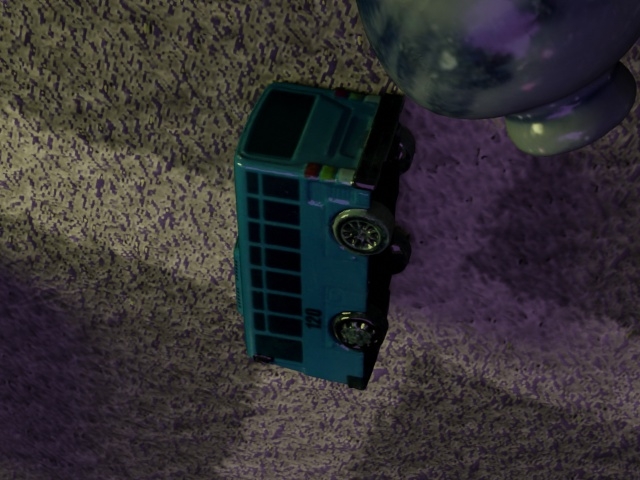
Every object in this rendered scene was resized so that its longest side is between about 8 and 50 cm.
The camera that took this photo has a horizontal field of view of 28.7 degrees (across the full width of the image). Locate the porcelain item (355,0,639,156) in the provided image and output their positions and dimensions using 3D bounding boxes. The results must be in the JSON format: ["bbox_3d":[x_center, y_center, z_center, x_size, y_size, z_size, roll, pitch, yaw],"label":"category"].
[{"bbox_3d":[0.065,-0.158,0.574,0.141,0.141,0.259,-17,118,30],"label":"porcelain item"}]

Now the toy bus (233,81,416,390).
[{"bbox_3d":[0.000,0.000,0.779,0.106,0.090,0.185,9,134,9],"label":"toy bus"}]
